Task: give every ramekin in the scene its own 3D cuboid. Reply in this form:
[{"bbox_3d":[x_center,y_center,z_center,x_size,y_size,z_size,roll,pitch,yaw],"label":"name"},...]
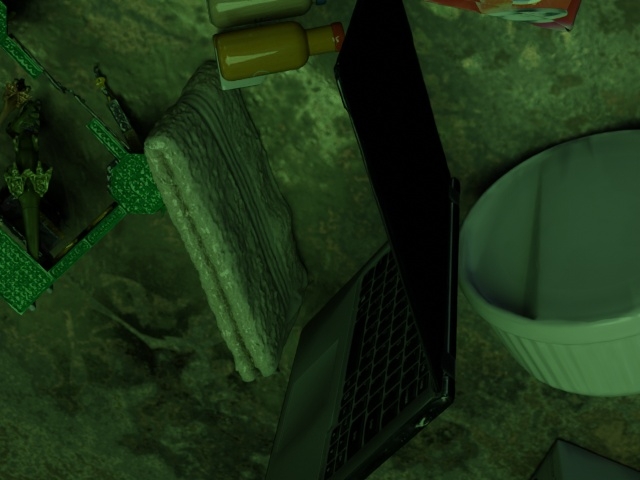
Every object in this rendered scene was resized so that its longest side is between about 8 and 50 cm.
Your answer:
[{"bbox_3d":[0.271,0.026,1.052,0.272,0.273,0.127,-16,127,16],"label":"ramekin"}]

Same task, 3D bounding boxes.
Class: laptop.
[{"bbox_3d":[0.000,0.000,0.997,0.236,0.382,0.408,37,117,-12],"label":"laptop"}]

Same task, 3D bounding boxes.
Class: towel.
[{"bbox_3d":[-0.083,-0.018,1.110,0.049,0.187,0.282,-12,117,19],"label":"towel"}]

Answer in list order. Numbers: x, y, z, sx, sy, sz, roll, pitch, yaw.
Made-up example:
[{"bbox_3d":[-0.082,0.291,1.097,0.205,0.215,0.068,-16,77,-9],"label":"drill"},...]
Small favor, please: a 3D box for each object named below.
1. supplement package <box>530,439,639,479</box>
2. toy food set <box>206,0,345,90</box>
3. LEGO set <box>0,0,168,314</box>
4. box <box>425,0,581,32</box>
[{"bbox_3d":[0.282,0.380,1.304,0.133,0.139,0.244,22,118,-6],"label":"supplement package"},{"bbox_3d":[-0.046,-0.198,1.004,0.104,0.232,0.111,-10,97,-4],"label":"toy food set"},{"bbox_3d":[-0.321,-0.091,1.142,0.331,0.192,0.255,38,87,-16],"label":"LEGO set"},{"bbox_3d":[0.151,-0.275,0.898,0.122,0.257,0.128,11,119,0],"label":"box"}]
